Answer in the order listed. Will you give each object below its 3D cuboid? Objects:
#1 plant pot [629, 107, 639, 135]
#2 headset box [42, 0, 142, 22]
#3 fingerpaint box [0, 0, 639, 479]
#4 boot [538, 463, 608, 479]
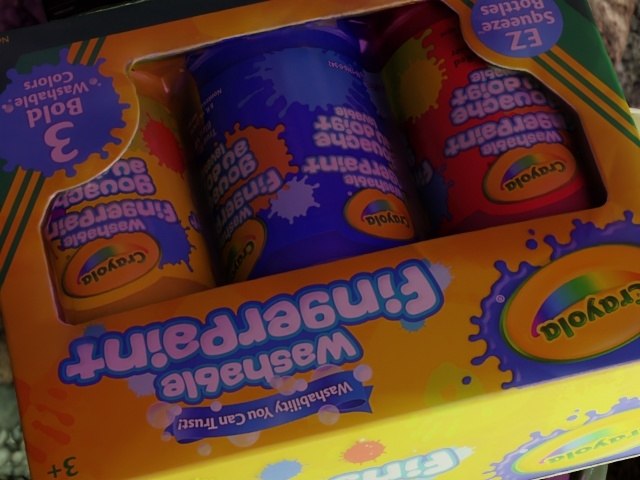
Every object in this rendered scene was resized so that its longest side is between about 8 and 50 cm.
[{"bbox_3d":[0.210,0.037,1.723,0.284,0.191,0.284,3,85,-36],"label":"plant pot"},{"bbox_3d":[-0.131,-0.328,1.478,0.131,0.246,0.283,-19,96,-35],"label":"headset box"},{"bbox_3d":[0.000,0.000,1.380,0.445,0.163,0.371,-12,60,-5],"label":"fingerpaint box"},{"bbox_3d":[0.013,0.143,1.485,0.260,0.348,0.131,30,69,-35],"label":"boot"}]
